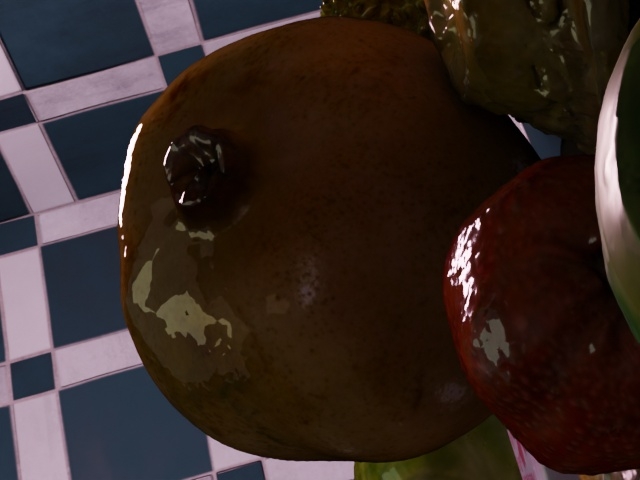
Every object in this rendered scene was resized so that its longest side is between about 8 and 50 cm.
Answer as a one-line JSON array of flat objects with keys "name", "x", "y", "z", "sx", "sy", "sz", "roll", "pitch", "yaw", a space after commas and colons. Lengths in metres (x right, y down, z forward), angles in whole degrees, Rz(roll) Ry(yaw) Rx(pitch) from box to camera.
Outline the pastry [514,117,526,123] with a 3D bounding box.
[{"name": "pastry", "x": 0.183, "y": -0.178, "z": 1.276, "sx": 0.087, "sy": 0.063, "sz": 0.169, "roll": 67, "pitch": -171, "yaw": -53}]

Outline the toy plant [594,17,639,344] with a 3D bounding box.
[{"name": "toy plant", "x": 0.214, "y": 0.023, "z": 0.508, "sx": 0.316, "sy": 0.184, "sz": 0.224, "roll": 43, "pitch": -148, "yaw": -60}]

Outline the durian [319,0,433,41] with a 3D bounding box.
[{"name": "durian", "x": 0.095, "y": -0.224, "z": 1.433, "sx": 0.237, "sy": 0.176, "sz": 0.200, "roll": 46, "pitch": -132, "yaw": -70}]

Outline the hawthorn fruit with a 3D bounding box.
[{"name": "hawthorn fruit", "x": 0.178, "y": 0.052, "z": 0.868, "sx": 0.253, "sy": 0.205, "sz": 0.205, "roll": 80, "pitch": 174, "yaw": -68}]

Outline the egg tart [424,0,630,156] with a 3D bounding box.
[{"name": "egg tart", "x": 0.145, "y": -0.204, "z": 1.063, "sx": 0.341, "sy": 0.129, "sz": 0.341, "roll": 164, "pitch": 90, "yaw": -87}]

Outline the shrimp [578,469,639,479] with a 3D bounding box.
[{"name": "shrimp", "x": 0.250, "y": 0.103, "z": 1.246, "sx": 0.445, "sy": 0.085, "sz": 0.272, "roll": -108, "pitch": 9, "yaw": -47}]

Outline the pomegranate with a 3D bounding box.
[{"name": "pomegranate", "x": 0.000, "y": 0.000, "z": 1.242, "sx": 0.416, "sy": 0.417, "sz": 0.416, "roll": 165, "pitch": 90, "yaw": -89}]

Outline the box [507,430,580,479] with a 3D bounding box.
[{"name": "box", "x": 0.241, "y": 0.152, "z": 1.505, "sx": 0.190, "sy": 0.112, "sz": 0.369, "roll": 74, "pitch": -179, "yaw": -77}]

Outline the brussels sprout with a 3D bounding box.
[{"name": "brussels sprout", "x": 0.205, "y": 0.337, "z": 1.787, "sx": 0.354, "sy": 0.281, "sz": 0.289, "roll": 50, "pitch": 150, "yaw": 25}]
